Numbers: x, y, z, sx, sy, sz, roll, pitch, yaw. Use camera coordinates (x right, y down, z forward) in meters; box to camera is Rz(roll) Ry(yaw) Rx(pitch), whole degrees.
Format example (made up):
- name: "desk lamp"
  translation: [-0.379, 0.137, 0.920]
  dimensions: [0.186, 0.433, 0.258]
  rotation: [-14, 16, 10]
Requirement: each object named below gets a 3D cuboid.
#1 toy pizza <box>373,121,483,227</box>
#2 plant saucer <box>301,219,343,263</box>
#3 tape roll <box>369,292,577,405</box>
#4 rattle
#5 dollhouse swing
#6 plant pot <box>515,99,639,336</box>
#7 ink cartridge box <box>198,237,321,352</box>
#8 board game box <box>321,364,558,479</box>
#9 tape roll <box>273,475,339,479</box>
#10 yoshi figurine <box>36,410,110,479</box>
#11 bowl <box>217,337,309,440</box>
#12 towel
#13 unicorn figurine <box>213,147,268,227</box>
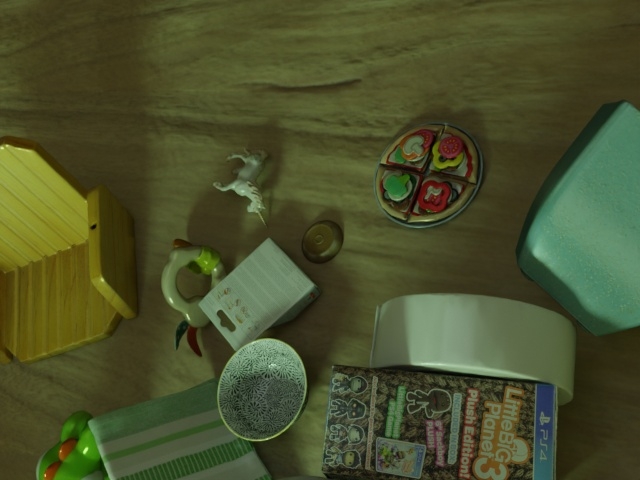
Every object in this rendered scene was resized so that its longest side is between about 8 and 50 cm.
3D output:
- name: "toy pizza"
  translation: [0.181, -0.118, 1.549]
  dimensions: [0.201, 0.032, 0.201]
  rotation: [-11, 65, 24]
- name: "plant saucer"
  translation: [0.000, 0.000, 1.606]
  dimensions: [0.083, 0.015, 0.084]
  rotation: [-10, 66, 24]
- name: "tape roll"
  translation: [0.213, 0.161, 1.264]
  dimensions: [0.286, 0.286, 0.100]
  rotation: [-1, 70, 28]
- name: "rattle"
  translation: [-0.256, 0.104, 1.668]
  dimensions: [0.142, 0.130, 0.200]
  rotation: [8, 100, 41]
- name: "dollhouse swing"
  translation: [-0.587, 0.029, 1.732]
  dimensions: [0.346, 0.305, 0.315]
  rotation: [-19, 62, 19]
- name: "plant pot"
  translation: [0.403, -0.015, 1.230]
  dimensions: [0.247, 0.248, 0.252]
  rotation: [43, 102, 3]
- name: "ink cartridge box"
  translation: [-0.108, 0.102, 1.592]
  dimensions: [0.179, 0.045, 0.145]
  rotation: [-44, 56, -1]
- name: "board game box"
  translation: [0.160, 0.274, 1.226]
  dimensions: [0.290, 0.232, 0.141]
  rotation: [5, 70, 7]
- name: "tape roll"
  translation: [0.018, 0.493, 1.174]
  dimensions: [0.391, 0.072, 0.392]
  rotation: [9, 111, 25]
- name: "yoshi figurine"
  translation: [-0.433, 0.469, 1.579]
  dimensions: [0.362, 0.203, 0.203]
  rotation: [-67, 16, 6]
- name: "bowl"
  translation: [-0.080, 0.256, 1.502]
  dimensions: [0.170, 0.080, 0.170]
  rotation: [-11, 64, 24]
- name: "towel"
  translation: [-0.204, 0.384, 1.454]
  dimensions: [0.247, 0.038, 0.325]
  rotation: [-14, 52, -27]
- name: "unicorn figurine"
  translation: [-0.142, -0.112, 1.700]
  dimensions: [0.111, 0.060, 0.162]
  rotation: [4, 72, 30]
